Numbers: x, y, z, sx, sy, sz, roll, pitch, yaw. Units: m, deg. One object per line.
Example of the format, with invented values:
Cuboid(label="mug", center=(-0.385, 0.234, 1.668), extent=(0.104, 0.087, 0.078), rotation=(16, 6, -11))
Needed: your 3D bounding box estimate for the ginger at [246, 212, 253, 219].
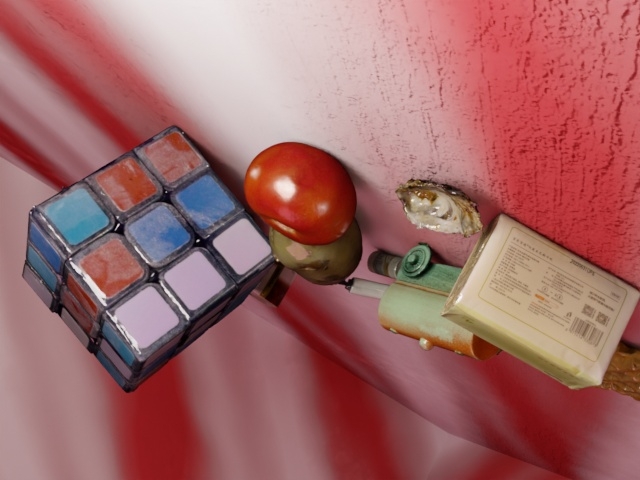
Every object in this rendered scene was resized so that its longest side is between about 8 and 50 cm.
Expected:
Cuboid(label="ginger", center=(-0.271, 0.050, 1.997), extent=(0.155, 0.304, 0.244), rotation=(32, -175, 20))

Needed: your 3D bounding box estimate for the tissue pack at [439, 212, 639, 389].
Cuboid(label="tissue pack", center=(0.314, 0.091, 1.202), extent=(0.234, 0.159, 0.125), rotation=(29, 167, 2))

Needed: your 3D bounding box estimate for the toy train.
Cuboid(label="toy train", center=(0.219, 0.111, 1.444), extent=(0.116, 0.177, 0.285), rotation=(39, 165, -34))

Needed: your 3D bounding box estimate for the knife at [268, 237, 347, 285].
Cuboid(label="knife", center=(-0.023, 0.045, 1.999), extent=(0.230, 0.028, 0.060), rotation=(35, -160, 7))

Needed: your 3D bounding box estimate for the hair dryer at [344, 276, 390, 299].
Cuboid(label="hair dryer", center=(0.155, 0.116, 1.688), extent=(0.237, 0.073, 0.131), rotation=(10, 173, -16))

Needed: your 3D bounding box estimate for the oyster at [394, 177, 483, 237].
Cuboid(label="oyster", center=(0.167, -0.053, 1.200), extent=(0.105, 0.056, 0.177), rotation=(40, 164, -15))

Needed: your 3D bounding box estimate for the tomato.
Cuboid(label="tomato", center=(-0.030, -0.077, 1.345), extent=(0.195, 0.136, 0.195), rotation=(28, 169, 6))

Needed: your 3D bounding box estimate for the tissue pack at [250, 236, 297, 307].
Cuboid(label="tissue pack", center=(-0.124, 0.081, 2.113), extent=(0.106, 0.148, 0.099), rotation=(34, 167, -20))

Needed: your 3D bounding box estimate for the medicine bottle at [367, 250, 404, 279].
Cuboid(label="medicine bottle", center=(0.137, 0.051, 1.673), extent=(0.083, 0.047, 0.047), rotation=(15, 161, 50))

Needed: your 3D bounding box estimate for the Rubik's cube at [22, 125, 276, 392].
Cuboid(label="Rubik's cube", center=(-0.339, 0.045, 1.661), extent=(0.358, 0.362, 0.363), rotation=(52, 150, 3))

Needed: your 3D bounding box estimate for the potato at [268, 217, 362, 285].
Cuboid(label="potato", center=(0.000, 0.000, 1.558), extent=(0.165, 0.165, 0.262), rotation=(24, 172, 23))

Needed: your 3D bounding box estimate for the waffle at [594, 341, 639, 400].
Cuboid(label="waffle", center=(0.544, 0.237, 1.505), extent=(0.253, 0.056, 0.249), rotation=(22, 166, 23))
